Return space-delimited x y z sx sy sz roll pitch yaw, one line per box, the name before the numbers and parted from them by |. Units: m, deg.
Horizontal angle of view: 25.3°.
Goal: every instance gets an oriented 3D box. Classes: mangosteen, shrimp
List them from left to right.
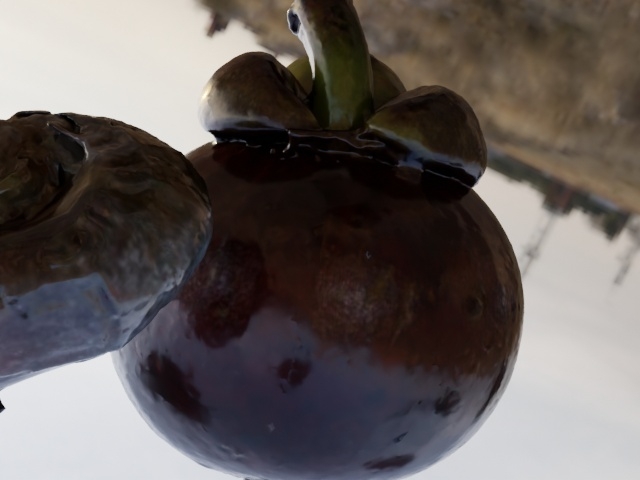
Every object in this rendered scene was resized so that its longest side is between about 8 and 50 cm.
shrimp | -0.203 0.036 0.556 0.116 0.343 0.145 92 154 -55
mangosteen | 0.000 0.000 0.729 0.215 0.257 0.215 5 179 0
